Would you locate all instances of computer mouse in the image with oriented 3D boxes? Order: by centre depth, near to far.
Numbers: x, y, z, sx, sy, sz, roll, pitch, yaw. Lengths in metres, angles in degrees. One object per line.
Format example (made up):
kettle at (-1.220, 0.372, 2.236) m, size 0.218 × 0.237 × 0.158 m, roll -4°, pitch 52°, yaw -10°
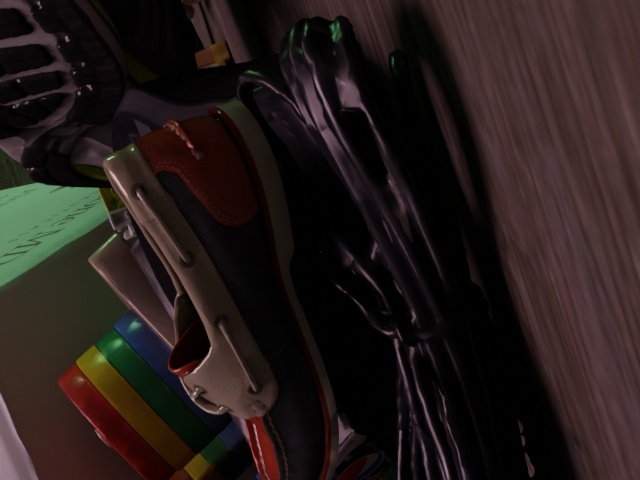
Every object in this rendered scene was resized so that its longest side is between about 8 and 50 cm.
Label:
computer mouse at (0.000, 0.000, 0.474) m, size 0.272 × 0.072 × 0.188 m, roll 24°, pitch 135°, yaw 64°

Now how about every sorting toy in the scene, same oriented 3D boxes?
sorting toy at (-0.052, 0.143, 0.835) m, size 0.255 × 0.089 × 0.257 m, roll 45°, pitch 171°, yaw 13°

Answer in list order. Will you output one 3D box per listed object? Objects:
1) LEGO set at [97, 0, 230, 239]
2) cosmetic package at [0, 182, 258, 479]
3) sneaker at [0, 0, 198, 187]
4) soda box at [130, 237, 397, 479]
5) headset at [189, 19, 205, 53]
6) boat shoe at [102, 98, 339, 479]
LEGO set at (-0.072, -0.023, 0.782) m, size 0.132 × 0.107 × 0.287 m, roll 81°, pitch 166°, yaw -64°
cosmetic package at (-0.253, 0.148, 1.132) m, size 0.329 × 0.393 × 0.327 m, roll -39°, pitch -66°, yaw -50°
sneaker at (-0.124, -0.106, 0.599) m, size 0.300 × 0.111 × 0.121 m, roll 58°, pitch -153°, yaw -77°
soda box at (-0.024, 0.044, 0.645) m, size 0.053 × 0.060 × 0.169 m, roll 4°, pitch -139°, yaw -48°
headset at (-0.220, -0.224, 0.991) m, size 0.394 × 0.185 × 0.243 m, roll 55°, pitch 170°, yaw 17°
boat shoe at (-0.027, 0.025, 0.397) m, size 0.049 × 0.043 × 0.137 m, roll 39°, pitch 148°, yaw 50°
